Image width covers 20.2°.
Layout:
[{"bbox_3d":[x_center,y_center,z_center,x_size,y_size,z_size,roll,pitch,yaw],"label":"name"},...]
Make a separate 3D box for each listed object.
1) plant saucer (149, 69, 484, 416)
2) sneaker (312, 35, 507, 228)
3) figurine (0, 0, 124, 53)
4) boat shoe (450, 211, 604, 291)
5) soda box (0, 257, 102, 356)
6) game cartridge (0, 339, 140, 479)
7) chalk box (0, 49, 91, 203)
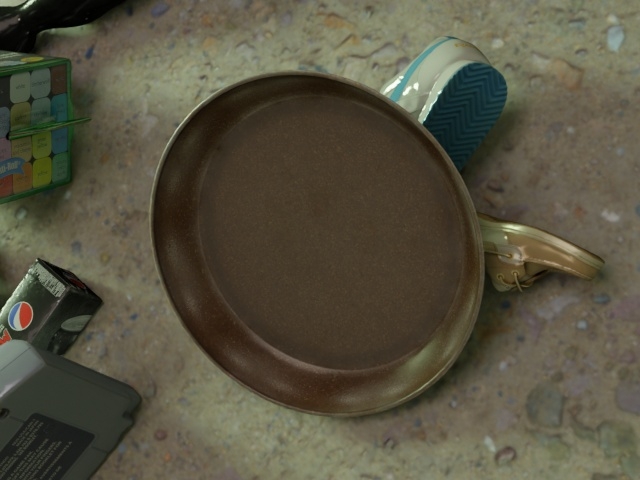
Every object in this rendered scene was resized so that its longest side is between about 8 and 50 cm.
[{"bbox_3d":[0.000,0.000,1.541,0.310,0.050,0.310,9,112,22],"label":"plant saucer"},{"bbox_3d":[0.071,-0.079,1.590,0.229,0.087,0.092,-48,32,13],"label":"sneaker"},{"bbox_3d":[-0.297,-0.296,1.840,0.209,0.092,0.215,-29,62,20],"label":"figurine"},{"bbox_3d":[0.161,0.016,1.523,0.170,0.063,0.059,17,84,39],"label":"boat shoe"},{"bbox_3d":[-0.287,0.104,1.717,0.053,0.060,0.169,39,94,32],"label":"soda box"},{"bbox_3d":[-0.311,0.223,1.612,0.294,0.196,0.060,-50,60,4],"label":"game cartridge"},{"bbox_3d":[-0.325,-0.112,1.742,0.213,0.132,0.132,11,107,30],"label":"chalk box"}]
